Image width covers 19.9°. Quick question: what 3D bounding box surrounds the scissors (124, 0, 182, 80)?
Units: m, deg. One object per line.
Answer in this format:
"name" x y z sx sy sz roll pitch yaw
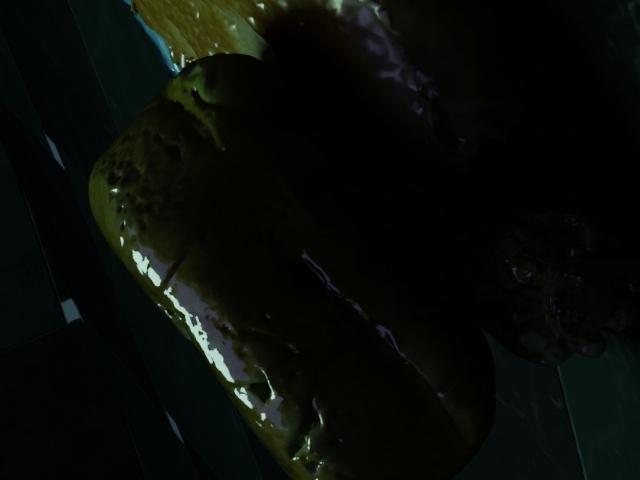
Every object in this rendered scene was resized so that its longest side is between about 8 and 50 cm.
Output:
"scissors" -0.162 -0.223 1.584 0.393 0.032 0.180 44 158 48

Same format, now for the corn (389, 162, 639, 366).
"corn" 0.096 0.007 1.005 0.211 0.087 0.087 31 146 63

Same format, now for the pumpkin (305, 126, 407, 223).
"pumpkin" -0.001 -0.001 1.202 0.211 0.152 0.212 170 90 -80

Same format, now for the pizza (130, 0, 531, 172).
"pizza" -0.058 -0.211 1.065 0.440 0.130 0.406 52 166 -1

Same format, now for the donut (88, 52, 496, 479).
"donut" -0.013 0.028 0.992 0.261 0.128 0.208 52 178 11
